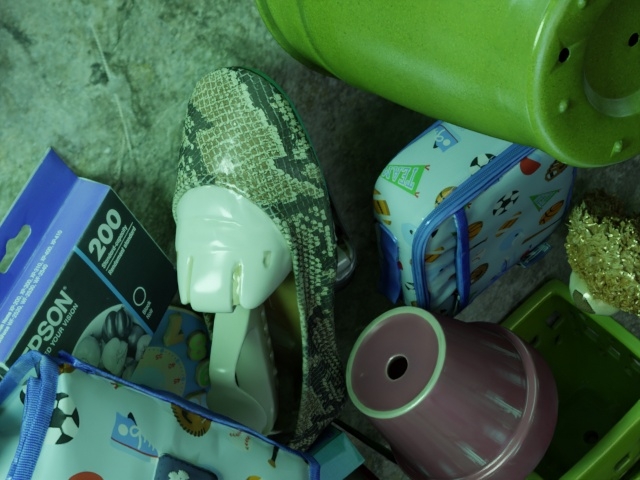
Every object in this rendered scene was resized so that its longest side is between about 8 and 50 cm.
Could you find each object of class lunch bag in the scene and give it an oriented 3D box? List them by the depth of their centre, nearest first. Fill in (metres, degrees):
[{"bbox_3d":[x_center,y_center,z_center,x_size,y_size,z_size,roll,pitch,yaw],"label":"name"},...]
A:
[{"bbox_3d":[-0.207,0.318,1.294,0.328,0.239,0.385,27,91,-32],"label":"lunch bag"},{"bbox_3d":[0.164,-0.031,1.560,0.243,0.115,0.303,-39,156,-12],"label":"lunch bag"}]

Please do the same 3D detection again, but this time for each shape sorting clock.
[{"bbox_3d":[-0.193,0.162,1.522,0.206,0.040,0.206,-20,130,-26],"label":"shape sorting clock"}]

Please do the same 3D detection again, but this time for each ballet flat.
[{"bbox_3d":[-0.067,0.063,1.444,0.483,0.164,0.182,81,30,-41],"label":"ballet flat"},{"bbox_3d":[0.000,0.000,1.538,0.072,0.068,0.213,-37,135,-11],"label":"ballet flat"}]

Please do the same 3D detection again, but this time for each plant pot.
[{"bbox_3d":[0.176,-0.246,1.299,0.366,0.353,0.366,-19,129,-26],"label":"plant pot"},{"bbox_3d":[0.131,0.164,1.555,0.201,0.201,0.180,-51,132,3],"label":"plant pot"},{"bbox_3d":[0.325,0.227,1.840,0.227,0.228,0.207,-43,142,-5],"label":"plant pot"}]

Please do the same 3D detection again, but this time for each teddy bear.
[{"bbox_3d":[0.382,0.041,1.736,0.113,0.245,0.338,-27,-176,23],"label":"teddy bear"}]

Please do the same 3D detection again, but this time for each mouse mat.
[{"bbox_3d":[0.070,0.249,1.704,0.190,0.152,0.007,35,85,-46],"label":"mouse mat"}]

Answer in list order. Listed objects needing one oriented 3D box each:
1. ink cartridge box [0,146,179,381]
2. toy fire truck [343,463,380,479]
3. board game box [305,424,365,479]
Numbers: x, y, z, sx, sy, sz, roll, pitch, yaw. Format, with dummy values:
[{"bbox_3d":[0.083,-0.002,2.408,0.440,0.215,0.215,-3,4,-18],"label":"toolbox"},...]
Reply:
[{"bbox_3d":[-0.234,0.054,1.341,0.208,0.045,0.206,53,52,-41],"label":"ink cartridge box"},{"bbox_3d":[0.037,0.397,1.799,0.217,0.158,0.246,-56,147,7],"label":"toy fire truck"},{"bbox_3d":[-0.061,0.287,1.627,0.210,0.160,0.047,-39,101,-9],"label":"board game box"}]
